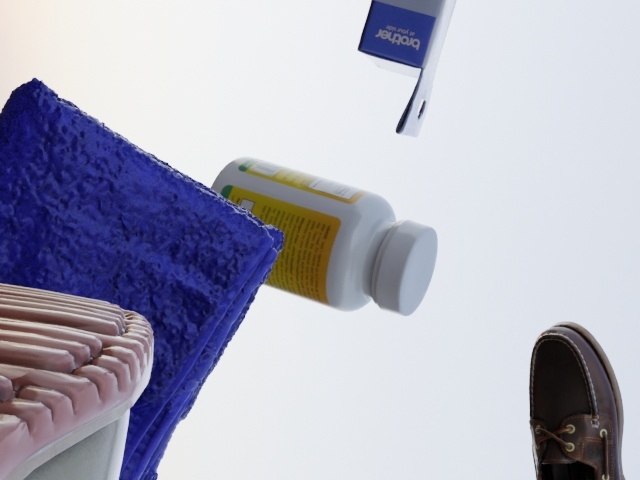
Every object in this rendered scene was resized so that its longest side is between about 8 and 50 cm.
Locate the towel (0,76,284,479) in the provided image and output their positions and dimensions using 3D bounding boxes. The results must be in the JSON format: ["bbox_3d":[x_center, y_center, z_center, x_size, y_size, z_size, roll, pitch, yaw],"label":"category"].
[{"bbox_3d":[-0.175,0.077,0.836,0.308,0.228,0.076,-62,-154,-6],"label":"towel"}]

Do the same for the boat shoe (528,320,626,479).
[{"bbox_3d":[0.211,0.174,1.042,0.073,0.073,0.206,-10,-84,42],"label":"boat shoe"}]

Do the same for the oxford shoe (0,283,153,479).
[{"bbox_3d":[-0.128,0.098,0.315,0.397,0.141,0.146,-75,171,-79],"label":"oxford shoe"}]

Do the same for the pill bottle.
[{"bbox_3d":[0.000,0.000,1.194,0.117,0.209,0.117,-49,148,-46],"label":"pill bottle"}]

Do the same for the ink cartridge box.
[{"bbox_3d":[0.091,-0.238,0.998,0.186,0.065,0.311,-32,137,-81],"label":"ink cartridge box"}]
